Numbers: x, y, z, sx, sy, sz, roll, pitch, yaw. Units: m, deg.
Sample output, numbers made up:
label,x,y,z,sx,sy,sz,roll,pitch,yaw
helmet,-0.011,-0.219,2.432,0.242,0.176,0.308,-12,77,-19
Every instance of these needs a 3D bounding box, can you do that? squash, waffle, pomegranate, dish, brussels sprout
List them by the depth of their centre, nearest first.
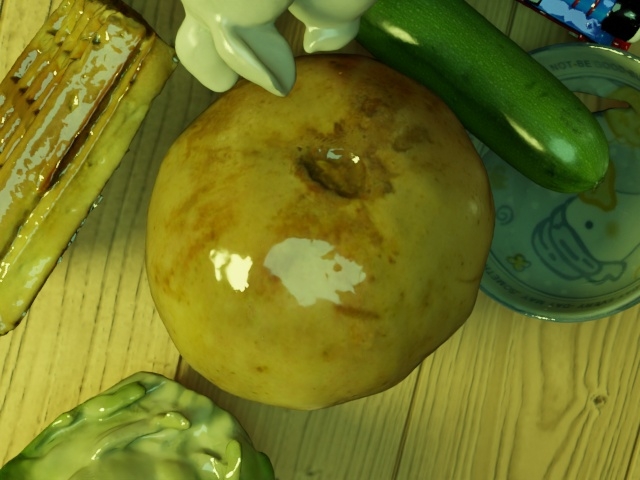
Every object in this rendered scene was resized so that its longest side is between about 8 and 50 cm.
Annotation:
label,x,y,z,sx,sy,sz,roll,pitch,yaw
waffle,-0.266,-0.083,1.491,0.098,0.224,0.328,29,98,-27
pomegranate,0.000,0.000,1.494,0.338,0.338,0.338,-1,101,-4
squash,0.127,-0.177,1.520,0.378,0.101,0.101,39,96,15
brussels sprout,-0.218,0.315,1.539,0.276,0.315,0.371,31,60,15
dish,0.264,-0.053,1.585,0.273,0.134,0.273,-2,85,24

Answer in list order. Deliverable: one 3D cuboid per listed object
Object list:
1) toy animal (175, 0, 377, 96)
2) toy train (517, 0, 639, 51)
label,x,y,z,sx,sy,sz,roll,pitch,yaw
toy animal,-0.036,-0.226,1.378,0.193,0.127,0.178,-33,125,-32
toy train,0.234,-0.254,1.539,0.204,0.131,0.083,27,97,-9
